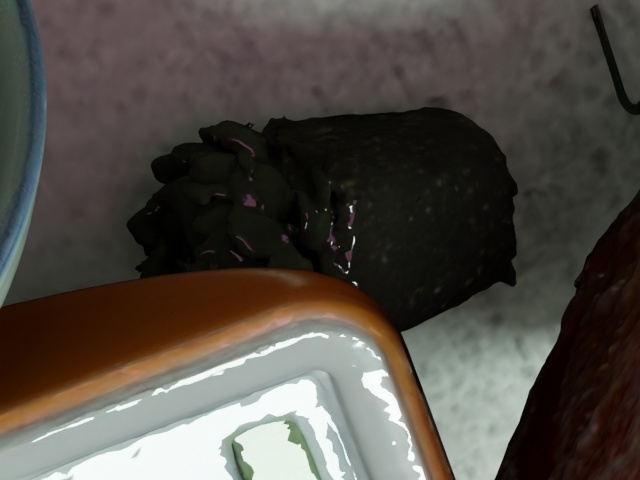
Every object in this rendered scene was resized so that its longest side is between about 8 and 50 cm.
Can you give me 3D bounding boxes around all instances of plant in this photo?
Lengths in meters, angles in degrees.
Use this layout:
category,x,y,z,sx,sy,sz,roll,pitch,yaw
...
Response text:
category,x,y,z,sx,sy,sz,roll,pitch,yaw
plant,0.000,0.000,0.683,0.143,0.094,0.092,-14,122,-23

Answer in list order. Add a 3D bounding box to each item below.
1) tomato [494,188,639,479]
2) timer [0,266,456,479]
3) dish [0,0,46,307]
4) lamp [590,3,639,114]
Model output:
category,x,y,z,sx,sy,sz,roll,pitch,yaw
tomato,0.198,0.034,0.643,0.170,0.309,0.309,32,93,-3
timer,-0.060,0.143,0.621,0.250,0.161,0.257,-14,115,13
dish,-0.215,-0.003,0.549,0.273,0.273,0.134,-18,152,-16
lamp,0.166,-0.098,0.752,0.121,0.041,0.054,-28,124,-16
